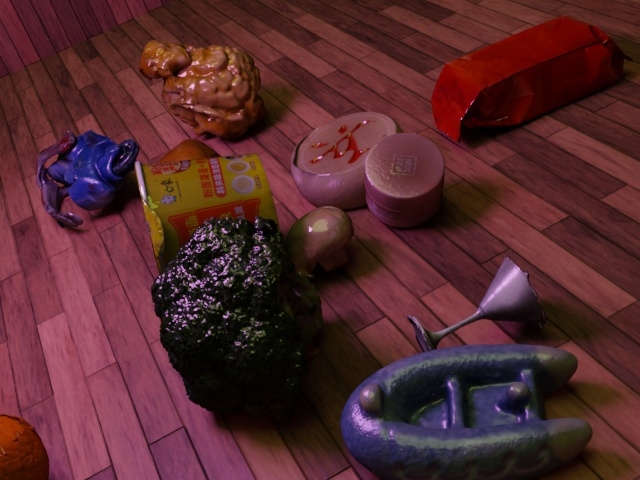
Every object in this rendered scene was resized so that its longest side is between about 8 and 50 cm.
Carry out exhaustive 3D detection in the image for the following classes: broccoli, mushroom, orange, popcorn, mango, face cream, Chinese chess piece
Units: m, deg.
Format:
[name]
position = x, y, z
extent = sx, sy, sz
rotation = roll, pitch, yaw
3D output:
[broccoli]
position = -0.121, 0.125, 1.378
extent = 0.303, 0.321, 0.283
rotation = -12, -6, 41
[mushroom]
position = 0.000, 0.000, 1.605
extent = 0.148, 0.112, 0.148
rotation = -30, 9, 5
[orange]
position = -0.502, 0.357, 1.320
extent = 0.193, 0.161, 0.193
rotation = -11, 22, 4
[popcorn]
position = -0.291, -0.388, 2.185
extent = 0.225, 0.332, 0.265
rotation = -68, 15, -10
[mango]
position = -0.300, -0.149, 1.971
extent = 0.166, 0.136, 0.236
rotation = -14, 28, 16
[face cream]
position = 0.157, -0.112, 1.643
extent = 0.149, 0.104, 0.149
rotation = -2, 60, 3
[Chinese chess piece]
position = 0.062, -0.165, 1.827
extent = 0.249, 0.103, 0.250
rotation = -15, 35, 11

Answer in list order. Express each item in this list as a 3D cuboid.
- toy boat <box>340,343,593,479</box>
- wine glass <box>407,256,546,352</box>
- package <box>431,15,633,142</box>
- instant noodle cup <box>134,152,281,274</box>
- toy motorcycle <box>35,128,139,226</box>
[toy boat]
position = 0.184, 0.217, 1.169
extent = 0.329, 0.123, 0.215
rotation = -9, 40, 15
[wine glass]
position = 0.230, 0.113, 1.318
extent = 0.182, 0.122, 0.122
rotation = -25, 33, -5
[package]
position = 0.434, -0.351, 1.876
extent = 0.423, 0.123, 0.196
rotation = -23, 30, -7
[instant noodle cup]
position = -0.197, -0.024, 1.608
extent = 0.221, 0.311, 0.311
rotation = -15, 32, -8
[toy motorcycle]
position = -0.554, -0.146, 2.113
extent = 0.182, 0.241, 0.319
rotation = 7, 6, -39
